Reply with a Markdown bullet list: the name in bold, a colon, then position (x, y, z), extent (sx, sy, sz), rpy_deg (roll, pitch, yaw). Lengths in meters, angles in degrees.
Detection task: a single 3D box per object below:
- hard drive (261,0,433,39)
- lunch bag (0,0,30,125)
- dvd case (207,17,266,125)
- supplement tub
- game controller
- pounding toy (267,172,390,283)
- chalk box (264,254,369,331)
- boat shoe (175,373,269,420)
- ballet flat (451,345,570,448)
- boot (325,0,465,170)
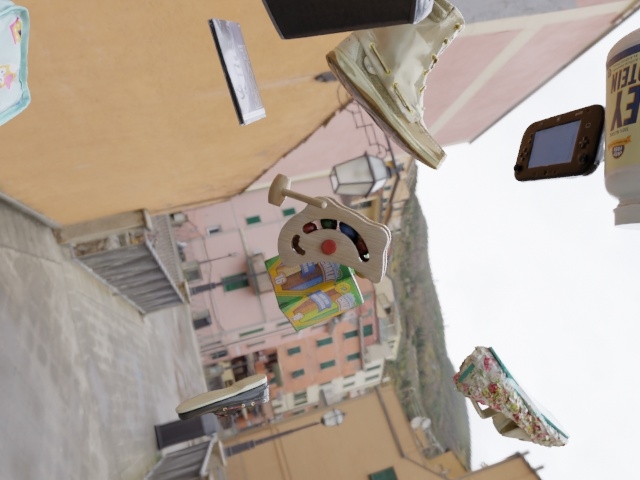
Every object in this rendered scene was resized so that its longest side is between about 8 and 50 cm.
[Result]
- **hard drive**: position (0.002, -0.281, 0.397), extent (0.254, 0.172, 0.054), rpy_deg (72, 23, -48)
- **lunch bag**: position (-0.467, -0.178, 0.515), extent (0.262, 0.224, 0.160), rpy_deg (-78, -169, -49)
- **dvd case**: position (-0.180, -0.375, 1.144), extent (0.164, 0.018, 0.221), rpy_deg (-62, 139, -68)
- **supplement tub**: position (0.610, -0.183, 0.863), extent (0.235, 0.236, 0.324), rpy_deg (171, -78, -78)
- **game controller**: position (0.583, -0.230, 1.265), extent (0.319, 0.067, 0.166), rpy_deg (-164, -101, -79)
- **pounding toy**: position (0.000, 0.000, 0.962), extent (0.154, 0.270, 0.155), rpy_deg (-62, 172, 10)
- **chalk box**: position (0.010, 0.082, 1.115), extent (0.132, 0.213, 0.132), rpy_deg (63, 5, -53)
- **boat shoe**: position (-0.133, 0.226, 0.714), extent (0.049, 0.133, 0.041), rpy_deg (-2, -82, 61)
- **ballet flat**: position (0.259, 0.227, 0.712), extent (0.241, 0.077, 0.091), rpy_deg (44, 12, -26)
- **boot**: position (0.164, -0.264, 0.827), extent (0.262, 0.203, 0.095), rpy_deg (46, 3, -11)
